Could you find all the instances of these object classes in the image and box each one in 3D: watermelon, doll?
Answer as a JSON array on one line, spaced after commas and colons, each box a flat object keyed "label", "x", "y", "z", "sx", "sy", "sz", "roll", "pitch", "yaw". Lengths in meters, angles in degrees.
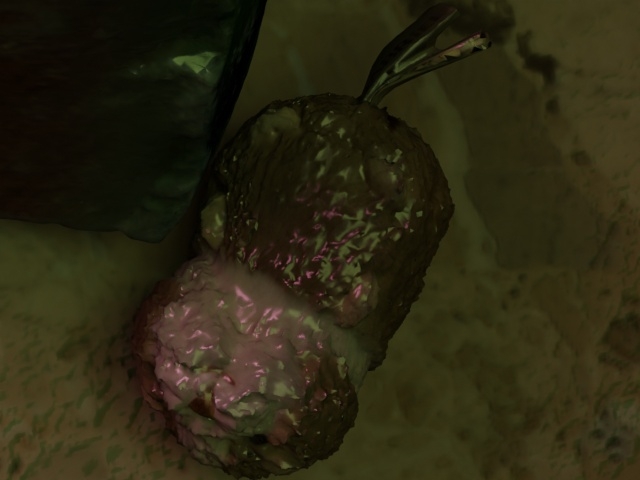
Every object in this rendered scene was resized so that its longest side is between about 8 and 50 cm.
[{"label": "watermelon", "x": -0.112, "y": -0.115, "z": 0.745, "sx": 0.302, "sy": 0.264, "sz": 0.151, "roll": -17, "pitch": 63, "yaw": -12}, {"label": "doll", "x": -0.004, "y": -0.005, "z": 0.847, "sx": 0.105, "sy": 0.115, "sz": 0.221, "roll": 21, "pitch": 87, "yaw": 21}]
